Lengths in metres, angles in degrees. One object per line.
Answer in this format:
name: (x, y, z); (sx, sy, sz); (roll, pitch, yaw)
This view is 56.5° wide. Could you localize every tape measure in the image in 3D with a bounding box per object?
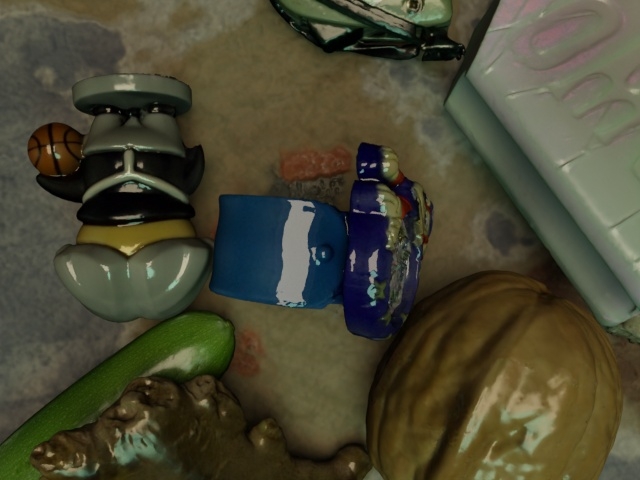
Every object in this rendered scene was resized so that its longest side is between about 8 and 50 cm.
tape measure: (0.030, -0.289, 0.609); (0.207, 0.115, 0.235); (-7, 96, 5)

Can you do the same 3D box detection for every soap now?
soap: (0.270, -0.118, 0.577); (0.208, 0.115, 0.347); (-29, 74, -8)

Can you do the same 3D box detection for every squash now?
squash: (-0.244, 0.200, 0.617); (0.378, 0.101, 0.101); (-39, 91, 1)

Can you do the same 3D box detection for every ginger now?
ginger: (-0.106, 0.225, 0.580); (0.333, 0.080, 0.166); (34, 86, -33)

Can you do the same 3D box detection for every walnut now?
walnut: (0.160, 0.160, 0.574); (0.224, 0.225, 0.261); (25, 94, -1)

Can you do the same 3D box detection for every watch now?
watch: (-0.003, 0.005, 0.593); (0.200, 0.196, 0.171); (4, 80, 19)

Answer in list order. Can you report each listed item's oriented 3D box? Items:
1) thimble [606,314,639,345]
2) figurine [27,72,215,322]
thimble: (0.373, 0.077, 0.633); (0.115, 0.102, 0.090); (23, 91, 0)
figurine: (-0.196, -0.036, 0.601); (0.175, 0.133, 0.237); (-5, 88, -6)
